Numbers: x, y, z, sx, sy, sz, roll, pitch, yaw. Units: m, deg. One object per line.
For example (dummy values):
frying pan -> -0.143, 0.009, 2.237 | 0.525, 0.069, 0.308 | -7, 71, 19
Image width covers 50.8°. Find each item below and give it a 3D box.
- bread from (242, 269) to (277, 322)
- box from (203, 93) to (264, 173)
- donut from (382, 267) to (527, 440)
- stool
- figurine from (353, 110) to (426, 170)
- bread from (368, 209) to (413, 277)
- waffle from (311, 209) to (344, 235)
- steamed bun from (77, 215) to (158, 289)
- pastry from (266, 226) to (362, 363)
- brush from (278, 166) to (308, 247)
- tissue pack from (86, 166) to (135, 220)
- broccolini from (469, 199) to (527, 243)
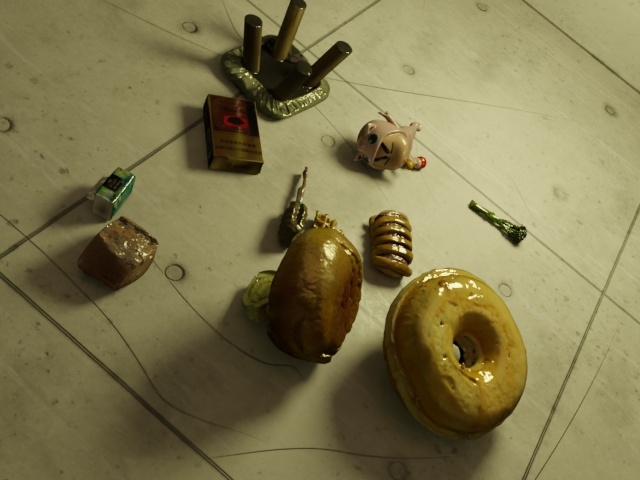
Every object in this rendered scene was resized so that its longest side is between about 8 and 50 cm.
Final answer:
bread -> -0.133, 0.145, 1.713 | 0.118, 0.064, 0.156 | 13, 47, 26
box -> -0.257, -0.313, 1.987 | 0.159, 0.071, 0.240 | 4, 57, -22
donut -> 0.353, 0.288, 1.747 | 0.449, 0.198, 0.448 | 8, 72, -25
stool -> -0.109, -0.585, 2.148 | 0.310, 0.226, 0.310 | 45, 48, 7
figurine -> 0.246, -0.311, 2.178 | 0.288, 0.176, 0.186 | -2, 33, -44
bread -> 0.213, 0.004, 1.992 | 0.134, 0.081, 0.225 | 13, 54, -17
waffle -> 0.000, 0.000, 1.912 | 0.161, 0.046, 0.192 | -4, 59, -29
steamed bun -> -0.477, 0.028, 1.614 | 0.145, 0.106, 0.175 | 34, 47, -2
pastry -> -0.005, 0.136, 1.637 | 0.164, 0.356, 0.356 | 16, 45, 22
brush -> -0.061, -0.107, 1.940 | 0.071, 0.084, 0.301 | 22, 45, -10
tissue pack -> -0.533, -0.123, 1.705 | 0.079, 0.085, 0.111 | 29, 50, -5
broccolini -> 0.594, -0.070, 2.250 | 0.216, 0.067, 0.058 | 35, 11, 0
